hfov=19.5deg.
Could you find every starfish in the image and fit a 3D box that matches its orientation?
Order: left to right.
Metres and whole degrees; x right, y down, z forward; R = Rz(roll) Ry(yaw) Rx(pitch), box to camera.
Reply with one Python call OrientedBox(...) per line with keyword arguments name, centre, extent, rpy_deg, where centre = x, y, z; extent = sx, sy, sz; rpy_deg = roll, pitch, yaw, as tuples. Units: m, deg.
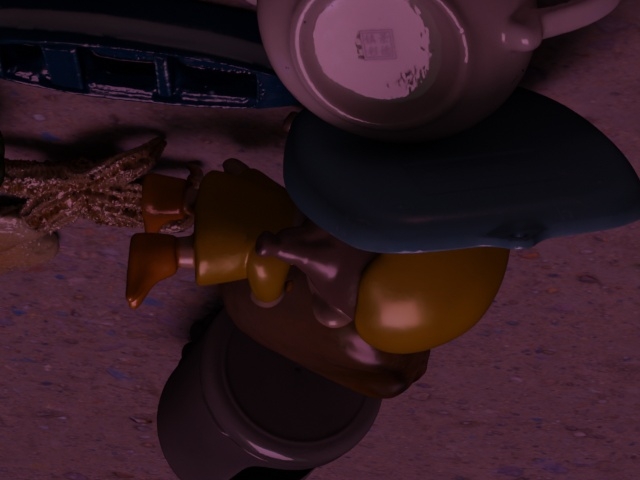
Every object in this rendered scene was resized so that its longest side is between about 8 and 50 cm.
OrientedBox(name="starfish", centre=(-0.236, -0.050, 1.839), extent=(0.238, 0.071, 0.216), rpy_deg=(18, 148, -10))

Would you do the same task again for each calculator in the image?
OrientedBox(name="calculator", centre=(0.104, -0.057, 1.458), extent=(0.256, 0.054, 0.386), rpy_deg=(-7, -160, -9))

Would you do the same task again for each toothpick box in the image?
OrientedBox(name="toothpick box", centre=(-0.079, 0.181, 2.153), extent=(0.229, 0.229, 0.316), rpy_deg=(13, 156, -15))

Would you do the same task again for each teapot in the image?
OrientedBox(name="teapot", centre=(0.077, -0.174, 1.400), extent=(0.299, 0.166, 0.208), rpy_deg=(-4, 114, 6))

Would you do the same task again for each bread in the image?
OrientedBox(name="bread", centre=(-0.407, -0.004, 2.008), extent=(0.251, 0.039, 0.182), rpy_deg=(6, 155, 0))

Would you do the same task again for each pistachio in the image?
OrientedBox(name="pistachio", centre=(0.002, 0.044, 1.891), extent=(0.260, 0.163, 0.213), rpy_deg=(16, 121, 25))

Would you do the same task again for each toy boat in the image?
OrientedBox(name="toy boat", centre=(-0.129, -0.160, 1.570), extent=(0.299, 0.062, 0.096), rpy_deg=(7, 155, 1))

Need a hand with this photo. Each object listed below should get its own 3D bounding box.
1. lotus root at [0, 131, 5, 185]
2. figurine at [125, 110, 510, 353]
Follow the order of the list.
OrientedBox(name="lotus root", centre=(-0.354, -0.075, 1.718), extent=(0.186, 0.186, 0.186), rpy_deg=(5, 156, 2))
OrientedBox(name="figurine", centre=(0.000, 0.000, 1.688), extent=(0.343, 0.215, 0.187), rpy_deg=(-1, 151, 7))
